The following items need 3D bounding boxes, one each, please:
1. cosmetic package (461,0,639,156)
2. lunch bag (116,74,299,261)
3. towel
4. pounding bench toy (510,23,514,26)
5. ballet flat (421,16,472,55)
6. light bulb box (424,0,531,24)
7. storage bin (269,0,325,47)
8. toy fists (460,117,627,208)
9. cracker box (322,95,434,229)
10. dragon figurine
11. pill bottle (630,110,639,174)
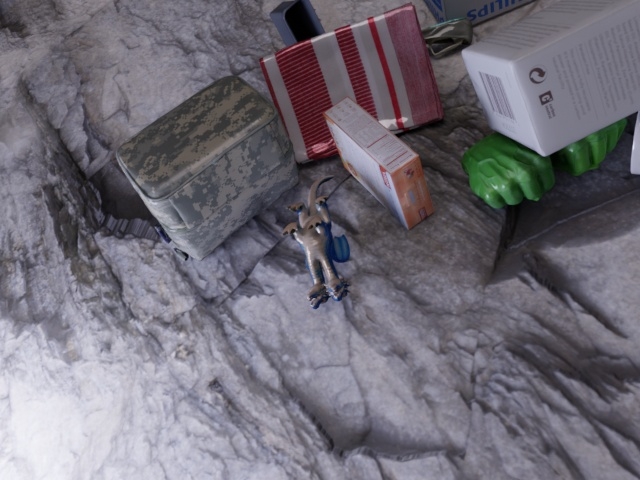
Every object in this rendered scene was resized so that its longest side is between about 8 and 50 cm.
[{"bbox_3d":[0.486,-0.323,1.027,0.453,0.161,0.230,-26,22,4],"label":"cosmetic package"},{"bbox_3d":[-0.198,-0.121,1.246,0.305,0.256,0.212,-38,51,-10],"label":"lunch bag"},{"bbox_3d":[0.063,-0.309,1.314,0.329,0.237,0.037,-17,13,10],"label":"towel"},{"bbox_3d":[0.404,-0.411,1.353,0.065,0.052,0.083,-35,49,-5],"label":"pounding bench toy"},{"bbox_3d":[0.229,-0.440,1.433,0.213,0.072,0.068,-7,94,12],"label":"ballet flat"},{"bbox_3d":[0.300,-0.730,1.440,0.225,0.361,0.358,-21,49,5],"label":"light bulb box"},{"bbox_3d":[-0.057,-0.529,1.593,0.098,0.135,0.091,-46,41,-15],"label":"storage bin"},{"bbox_3d":[0.391,-0.151,1.129,0.279,0.096,0.142,-28,33,0],"label":"toy fists"},{"bbox_3d":[0.107,-0.145,1.203,0.067,0.156,0.232,-34,49,-6],"label":"cracker box"},{"bbox_3d":[0.000,0.000,1.180,0.085,0.144,0.289,-17,30,12],"label":"dragon figurine"},{"bbox_3d":[0.644,-0.144,0.959,0.323,0.181,0.181,10,58,28],"label":"pill bottle"}]
